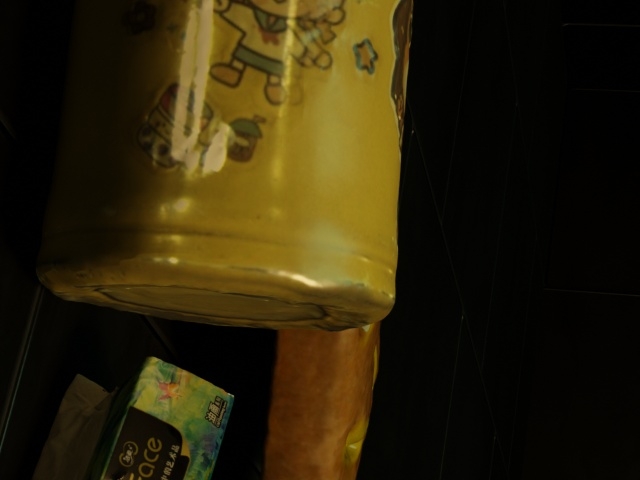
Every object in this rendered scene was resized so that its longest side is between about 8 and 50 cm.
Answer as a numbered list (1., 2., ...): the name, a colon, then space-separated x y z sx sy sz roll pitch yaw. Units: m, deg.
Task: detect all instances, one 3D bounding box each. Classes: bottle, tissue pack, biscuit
1. bottle: -0.033 -0.138 0.723 0.171 0.171 0.351 34 61 -73
2. tissue pack: -0.102 0.122 0.726 0.085 0.079 0.111 -48 -160 50
3. biscuit: 0.009 0.001 0.972 0.350 0.070 0.394 -87 -177 -60
